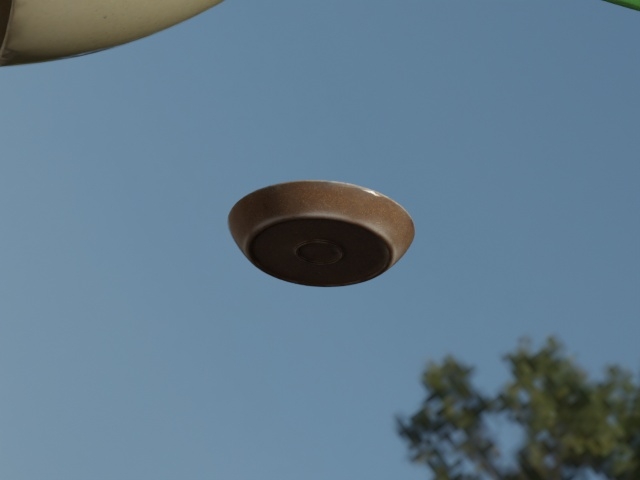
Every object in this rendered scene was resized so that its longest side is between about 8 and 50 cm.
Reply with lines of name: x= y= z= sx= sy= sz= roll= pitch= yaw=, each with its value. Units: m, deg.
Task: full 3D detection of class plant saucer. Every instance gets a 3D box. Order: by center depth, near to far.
plant saucer: x=0.000 y=0.000 z=1.755 sx=0.168 sy=0.168 sz=0.029 roll=100 pitch=-6 yaw=-60

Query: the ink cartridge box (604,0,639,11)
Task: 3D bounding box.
ink cartridge box: x=0.104 y=-0.272 z=0.873 sx=0.121 sy=0.211 sz=0.289 roll=-81 pitch=-172 yaw=-64

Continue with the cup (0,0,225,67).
cup: x=-0.184 y=-0.319 z=1.819 sx=0.331 sy=0.237 sz=0.331 roll=-179 pitch=-90 yaw=-71
